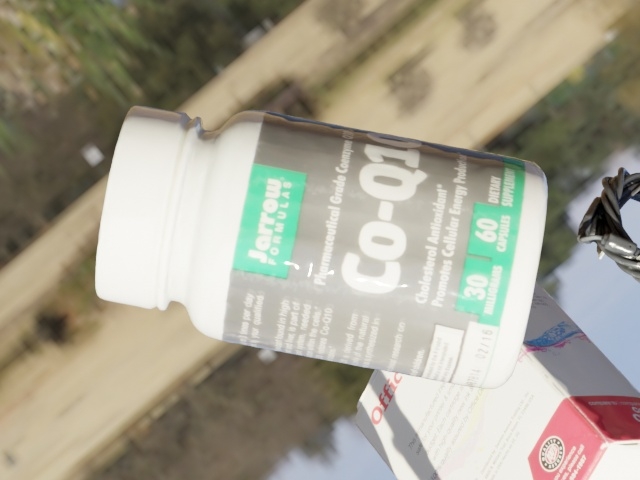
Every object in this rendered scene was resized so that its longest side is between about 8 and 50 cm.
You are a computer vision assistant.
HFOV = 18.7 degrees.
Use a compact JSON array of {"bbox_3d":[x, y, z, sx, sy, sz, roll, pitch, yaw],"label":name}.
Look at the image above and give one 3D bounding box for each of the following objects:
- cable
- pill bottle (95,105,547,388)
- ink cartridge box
[{"bbox_3d":[0.336,-0.014,1.891,0.184,0.150,0.047,-46,154,-56],"label":"cable"},{"bbox_3d":[0.000,0.000,1.672,0.204,0.361,0.204,10,90,-90],"label":"pill bottle"},{"bbox_3d":[0.193,0.192,1.959,0.131,0.306,0.226,6,122,-37],"label":"ink cartridge box"}]
